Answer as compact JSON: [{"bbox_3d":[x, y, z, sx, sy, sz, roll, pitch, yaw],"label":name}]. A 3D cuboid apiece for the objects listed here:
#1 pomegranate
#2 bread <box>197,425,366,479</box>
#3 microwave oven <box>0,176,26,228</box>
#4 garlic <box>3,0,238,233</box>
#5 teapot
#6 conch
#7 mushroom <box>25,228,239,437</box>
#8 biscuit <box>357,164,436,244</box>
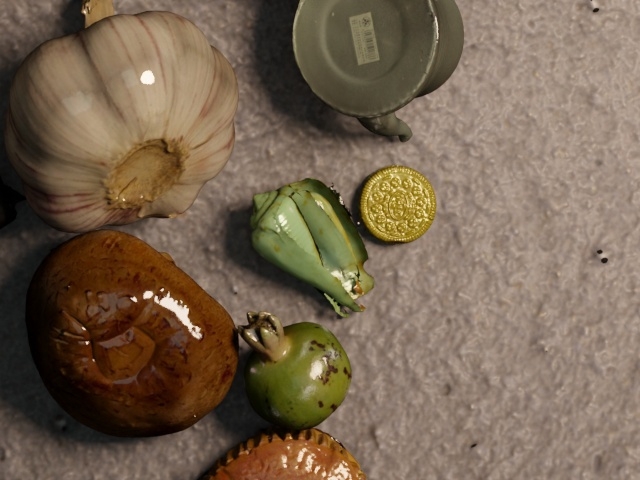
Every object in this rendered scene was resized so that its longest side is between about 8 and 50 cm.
[{"bbox_3d":[-0.034,0.127,1.678,0.114,0.114,0.142,-40,125,-2],"label":"pomegranate"},{"bbox_3d":[-0.037,0.289,1.696,0.199,0.104,0.199,0,90,-2],"label":"bread"},{"bbox_3d":[-0.409,-0.054,1.594,0.178,0.247,0.188,-27,92,0],"label":"microwave oven"},{"bbox_3d":[-0.206,-0.156,1.644,0.245,0.245,0.253,-21,57,-3],"label":"garlic"},{"bbox_3d":[0.079,-0.217,1.676,0.162,0.149,0.239,7,99,30],"label":"teapot"},{"bbox_3d":[0.000,0.000,1.711,0.170,0.079,0.106,42,94,-19],"label":"conch"},{"bbox_3d":[-0.197,0.103,1.663,0.231,0.138,0.194,32,89,-4],"label":"mushroom"},{"bbox_3d":[0.080,-0.038,1.735,0.084,0.023,0.084,0,91,-4],"label":"biscuit"}]
